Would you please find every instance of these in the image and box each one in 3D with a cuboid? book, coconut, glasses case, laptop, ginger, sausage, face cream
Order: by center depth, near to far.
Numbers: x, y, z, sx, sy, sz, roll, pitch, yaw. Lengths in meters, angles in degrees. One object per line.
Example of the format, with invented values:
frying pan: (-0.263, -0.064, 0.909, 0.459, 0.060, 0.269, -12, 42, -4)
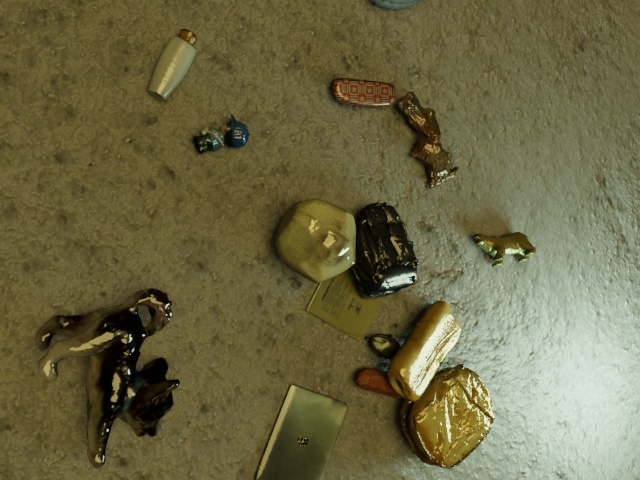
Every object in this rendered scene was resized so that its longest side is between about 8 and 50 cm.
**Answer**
face cream: (-0.362, -0.433, 1.452, 0.072, 0.051, 0.182, 27, 80, -19)
coconut: (0.000, 0.000, 1.521, 0.224, 0.224, 0.224, 1, 89, -23)
laptop: (-0.048, 0.540, 1.584, 0.188, 0.015, 0.269, 25, 79, -20)
book: (0.074, 0.165, 1.645, 0.192, 0.013, 0.168, 33, 77, -19)
sausage: (0.165, 0.398, 1.655, 0.169, 0.065, 0.065, 21, 81, -22)
glasses case: (0.119, -0.412, 1.657, 0.194, 0.049, 0.073, 0, 90, -23)
ginger: (0.307, -0.299, 1.729, 0.122, 0.084, 0.290, -24, 103, 0)

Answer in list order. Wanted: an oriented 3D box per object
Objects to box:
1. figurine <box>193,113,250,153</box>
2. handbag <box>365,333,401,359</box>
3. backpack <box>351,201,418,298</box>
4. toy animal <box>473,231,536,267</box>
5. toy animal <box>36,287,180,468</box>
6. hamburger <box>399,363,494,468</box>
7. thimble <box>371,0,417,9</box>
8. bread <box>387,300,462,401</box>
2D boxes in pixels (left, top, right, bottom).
figurine: (-0.246, -0.259, 1.486, 0.136, 0.079, 0.077, -32, 143, -25)
handbag: (0.180, 0.296, 1.669, 0.111, 0.047, 0.072, 28, 82, -20)
backpack: (0.169, 0.023, 1.632, 0.206, 0.133, 0.258, -9, 82, -31)
toy animal: (0.565, 0.019, 1.825, 0.219, 0.103, 0.101, -8, 73, -21)
toy animal: (-0.434, 0.295, 1.332, 0.303, 0.194, 0.344, -26, 105, -16)
hamburger: (0.366, 0.503, 1.695, 0.283, 0.144, 0.259, -28, 97, -18)
thimble: (0.232, -0.775, 1.655, 0.245, 0.157, 0.217, 11, 85, -23)
bread: (0.290, 0.306, 1.665, 0.305, 0.091, 0.142, -46, 110, -33)
